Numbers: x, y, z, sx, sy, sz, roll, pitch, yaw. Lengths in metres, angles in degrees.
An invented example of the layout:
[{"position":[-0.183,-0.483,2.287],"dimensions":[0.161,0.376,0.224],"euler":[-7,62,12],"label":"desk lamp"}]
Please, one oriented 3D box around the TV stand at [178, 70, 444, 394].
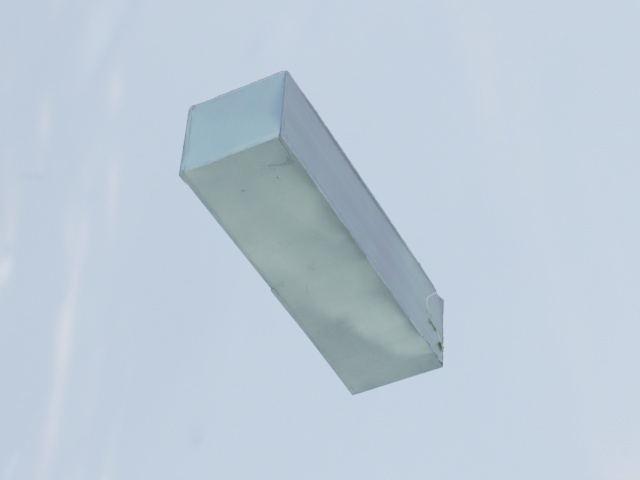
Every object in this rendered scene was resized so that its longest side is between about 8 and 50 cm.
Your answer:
[{"position":[0.000,0.000,1.357],"dimensions":[0.088,0.269,0.083],"euler":[-19,39,20],"label":"TV stand"}]
